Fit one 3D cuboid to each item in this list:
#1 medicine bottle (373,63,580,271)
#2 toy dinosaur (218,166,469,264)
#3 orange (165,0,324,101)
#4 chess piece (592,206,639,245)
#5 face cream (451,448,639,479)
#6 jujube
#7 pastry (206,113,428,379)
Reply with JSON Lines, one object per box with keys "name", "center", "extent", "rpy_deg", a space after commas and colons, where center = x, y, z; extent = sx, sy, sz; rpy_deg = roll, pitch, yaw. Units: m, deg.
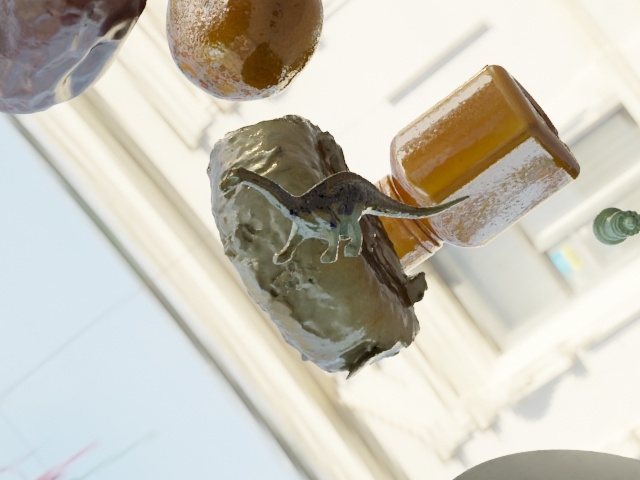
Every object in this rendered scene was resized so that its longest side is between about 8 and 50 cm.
{"name": "medicine bottle", "center": [0.152, -0.070, 1.916], "extent": [0.149, 0.222, 0.112], "rpy_deg": [37, -159, -53]}
{"name": "toy dinosaur", "center": [0.011, -0.012, 1.047], "extent": [0.180, 0.058, 0.037], "rpy_deg": [-1, -156, -46]}
{"name": "orange", "center": [-0.067, -0.203, 1.637], "extent": [0.124, 0.156, 0.156], "rpy_deg": [13, -132, -53]}
{"name": "chess piece", "center": [0.318, -0.016, 1.874], "extent": [0.042, 0.042, 0.093], "rpy_deg": [51, 175, -2]}
{"name": "face cream", "center": [0.153, 0.257, 1.029], "extent": [0.218, 0.179, 0.218], "rpy_deg": [5, -152, -3]}
{"name": "jujube", "center": [-0.235, -0.201, 1.414], "extent": [0.183, 0.243, 0.183], "rpy_deg": [7, -107, -23]}
{"name": "pastry", "center": [-0.001, -0.004, 1.540], "extent": [0.236, 0.120, 0.257], "rpy_deg": [60, -167, -9]}
